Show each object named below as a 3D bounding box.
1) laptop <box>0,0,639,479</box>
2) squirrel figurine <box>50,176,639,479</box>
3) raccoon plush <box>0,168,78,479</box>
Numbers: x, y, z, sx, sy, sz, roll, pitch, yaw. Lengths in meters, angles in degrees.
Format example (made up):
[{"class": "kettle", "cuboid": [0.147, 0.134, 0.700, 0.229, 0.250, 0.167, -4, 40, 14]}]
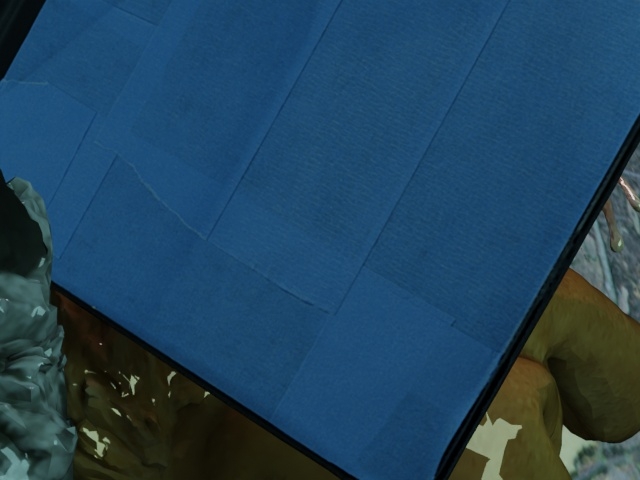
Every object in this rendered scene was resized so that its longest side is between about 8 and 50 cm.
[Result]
[{"class": "laptop", "cuboid": [-0.079, -0.183, 0.521, 0.408, 0.382, 0.236, 28, 2, -30]}, {"class": "squirrel figurine", "cuboid": [0.000, 0.000, 0.794, 0.397, 0.281, 0.370, 27, 59, -22]}, {"class": "raccoon plush", "cuboid": [-0.239, 0.123, 0.457, 0.299, 0.446, 0.216, 1, 63, -16]}]
